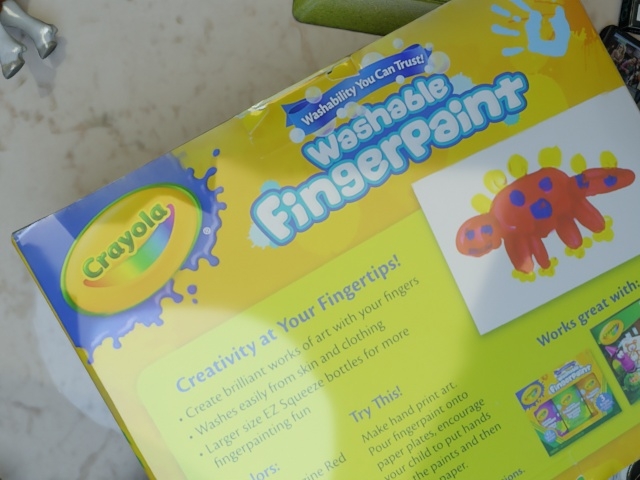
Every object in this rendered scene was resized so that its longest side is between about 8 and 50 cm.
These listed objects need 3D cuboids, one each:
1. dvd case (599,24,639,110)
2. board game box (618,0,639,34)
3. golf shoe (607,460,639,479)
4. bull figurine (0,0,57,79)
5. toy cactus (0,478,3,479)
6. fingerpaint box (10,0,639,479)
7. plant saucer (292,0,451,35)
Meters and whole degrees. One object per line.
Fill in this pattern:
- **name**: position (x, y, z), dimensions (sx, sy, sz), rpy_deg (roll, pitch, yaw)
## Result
- **dvd case**: position (0.301, -0.063, 0.876), dimensions (0.180, 0.022, 0.253), rpy_deg (29, 90, -9)
- **board game box**: position (0.373, -0.292, 0.868), dimensions (0.126, 0.026, 0.186), rpy_deg (9, 93, -10)
- **golf shoe**: position (0.341, 0.191, 0.869), dimensions (0.069, 0.086, 0.176), rpy_deg (29, 88, -8)
- **bull figurine**: position (-0.280, -0.251, 0.725), dimensions (0.188, 0.101, 0.310), rpy_deg (40, 92, -9)
- **toy cactus**: position (-0.281, 0.314, 0.782), dimensions (0.219, 0.112, 0.180), rpy_deg (36, 98, -18)
- **fingerpaint box**: position (0.058, 0.048, 0.693), dimensions (0.445, 0.163, 0.371), rpy_deg (-30, 93, -8)
- **plant saucer**: position (0.079, -0.287, 0.813), dimensions (0.188, 0.045, 0.188), rpy_deg (7, 93, -9)
